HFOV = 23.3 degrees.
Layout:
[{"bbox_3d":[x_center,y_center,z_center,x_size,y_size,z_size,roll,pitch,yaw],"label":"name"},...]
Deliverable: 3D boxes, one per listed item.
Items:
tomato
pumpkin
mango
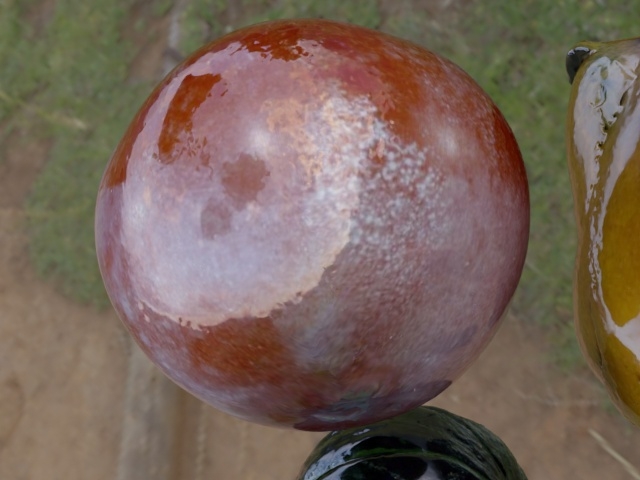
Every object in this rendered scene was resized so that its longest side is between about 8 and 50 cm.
[{"bbox_3d":[0.000,0.000,0.956,0.270,0.270,0.227,-31,55,29],"label":"tomato"},{"bbox_3d":[0.075,0.218,1.073,0.162,0.220,0.220,-24,41,21],"label":"pumpkin"},{"bbox_3d":[0.244,-0.011,1.059,0.152,0.201,0.287,-4,93,15],"label":"mango"}]
